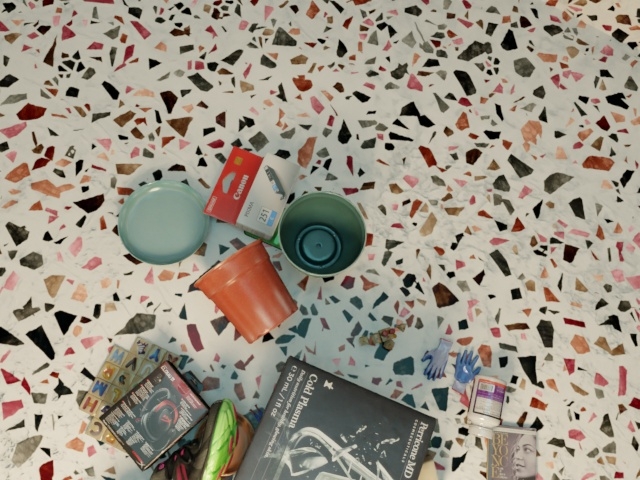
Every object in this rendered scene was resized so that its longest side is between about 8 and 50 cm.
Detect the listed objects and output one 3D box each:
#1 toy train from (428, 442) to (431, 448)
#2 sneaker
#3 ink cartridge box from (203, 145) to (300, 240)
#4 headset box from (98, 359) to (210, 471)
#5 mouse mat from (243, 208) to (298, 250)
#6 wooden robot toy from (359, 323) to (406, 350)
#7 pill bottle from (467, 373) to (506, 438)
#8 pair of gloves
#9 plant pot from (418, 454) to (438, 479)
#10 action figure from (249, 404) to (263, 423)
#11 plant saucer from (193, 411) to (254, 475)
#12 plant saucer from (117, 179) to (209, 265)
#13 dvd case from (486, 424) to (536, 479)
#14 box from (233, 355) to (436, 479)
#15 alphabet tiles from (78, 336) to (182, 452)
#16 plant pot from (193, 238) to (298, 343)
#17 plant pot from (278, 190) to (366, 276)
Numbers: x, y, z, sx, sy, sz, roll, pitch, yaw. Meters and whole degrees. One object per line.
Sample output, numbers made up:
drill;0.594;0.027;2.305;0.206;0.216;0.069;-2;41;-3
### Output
toy train;0.355;0.650;1.873;0.017;0.023;0.083;-7;75;-6
sneaker;-0.400;0.695;1.691;0.202;0.185;0.482;25;88;11
ink cartridge box;-0.244;-0.183;2.022;0.261;0.066;0.296;22;71;-6
headset box;-0.505;0.540;1.785;0.293;0.110;0.218;-42;81;-14
mouse mat;-0.165;-0.054;2.043;0.190;0.007;0.152;24;74;2
wooden robot toy;0.225;0.343;1.929;0.173;0.076;0.079;-17;87;-8
pill bottle;0.549;0.553;1.871;0.108;0.108;0.193;16;74;0
pair of gloves;0.451;0.432;1.943;0.198;0.023;0.159;27;74;3
plant pot;0.327;0.761;1.803;0.096;0.109;0.109;-15;75;5
action figure;-0.187;0.594;1.849;0.038;0.030;0.115;-39;82;-18
plant saucer;-0.308;0.653;1.818;0.200;0.037;0.199;1;74;-4
plant saucer;-0.553;-0.061;1.998;0.318;0.043;0.317;1;74;-5
dvd case;0.637;0.733;1.873;0.165;0.018;0.221;7;74;-2
box;0.022;0.671;1.661;0.472;0.297;0.479;22;67;4
alphabet tiles;-0.610;0.508;1.850;0.285;0.011;0.342;25;74;3
plant pot;-0.228;0.178;1.854;0.272;0.272;0.265;-35;87;-12
plant pot;0.000;0.000;1.940;0.293;0.196;0.292;1;74;-4
